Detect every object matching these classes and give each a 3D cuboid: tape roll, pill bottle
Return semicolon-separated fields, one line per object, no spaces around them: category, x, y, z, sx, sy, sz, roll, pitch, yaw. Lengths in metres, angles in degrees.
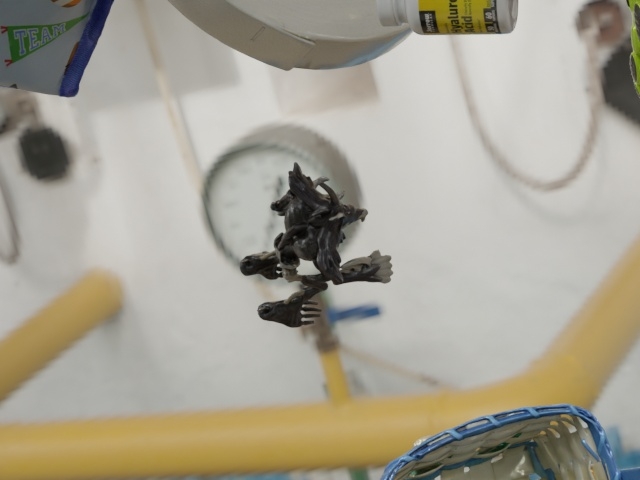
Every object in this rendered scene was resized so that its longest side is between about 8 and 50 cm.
tape roll;-0.027;-0.362;1.842;0.392;0.392;0.072;-27;-7;-33
pill bottle;0.110;-0.211;1.535;0.116;0.065;0.065;1;20;17

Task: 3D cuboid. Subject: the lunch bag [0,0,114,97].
lunch bag;-0.375;-0.349;1.613;0.328;0.239;0.385;8;42;-35

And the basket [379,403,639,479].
basket;0.169;0.258;1.590;0.255;0.201;0.289;-16;-1;-17

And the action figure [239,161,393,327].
action figure;0.000;0.000;2.174;0.141;0.164;0.275;-17;-17;-28

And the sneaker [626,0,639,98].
sneaker;0.404;-0.228;1.939;0.124;0.295;0.109;-15;35;-3
